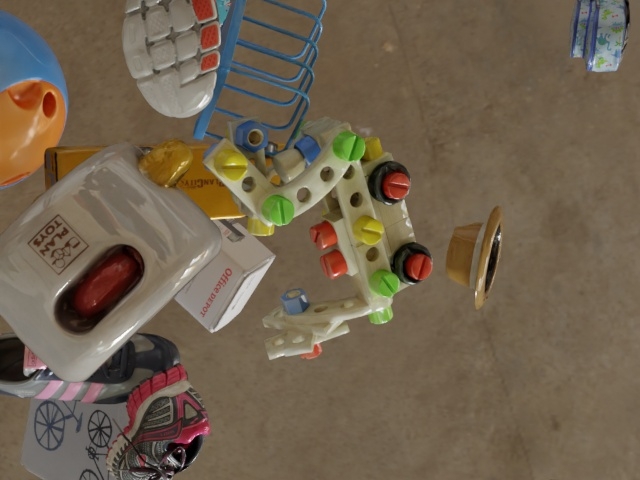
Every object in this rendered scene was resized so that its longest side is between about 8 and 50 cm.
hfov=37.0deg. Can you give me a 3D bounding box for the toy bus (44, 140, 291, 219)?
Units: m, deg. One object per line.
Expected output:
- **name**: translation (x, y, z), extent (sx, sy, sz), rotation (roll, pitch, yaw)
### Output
- **toy bus**: translation (-0.207, -0.082, 1.343), extent (0.332, 0.130, 0.108), rotation (-5, 99, -25)

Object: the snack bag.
- **snack bag**: translation (-0.381, 0.298, 1.637), extent (0.037, 0.342, 0.323), rotation (1, 105, -54)

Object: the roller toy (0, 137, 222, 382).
- **roller toy**: translation (-0.196, 0.013, 0.842), extent (0.146, 0.209, 0.191), rotation (46, 44, -4)

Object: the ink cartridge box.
- **ink cartridge box**: translation (-0.205, 0.023, 1.610), extent (0.218, 0.158, 0.092), rotation (42, 37, 12)

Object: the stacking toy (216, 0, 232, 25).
- **stacking toy**: translation (-0.122, -0.378, 1.485), extent (0.221, 0.167, 0.052), rotation (-30, 114, 12)

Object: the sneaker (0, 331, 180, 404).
- **sneaker**: translation (-0.374, 0.185, 1.420), extent (0.319, 0.131, 0.112), rotation (-5, 73, 5)

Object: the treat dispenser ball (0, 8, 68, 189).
- **treat dispenser ball**: translation (-0.531, -0.214, 1.450), extent (0.288, 0.288, 0.288), rotation (1, 89, -32)

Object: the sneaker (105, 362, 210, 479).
- **sneaker**: translation (-0.238, 0.309, 1.408), extent (0.121, 0.299, 0.112), rotation (-23, 62, -31)

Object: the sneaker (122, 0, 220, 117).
- **sneaker**: translation (-0.089, -0.156, 0.586), extent (0.061, 0.065, 0.158), rotation (-6, 104, 7)

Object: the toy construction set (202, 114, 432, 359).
- **toy construction set**: translation (0.000, 0.000, 1.065), extent (0.215, 0.151, 0.328), rotation (-26, 128, -21)

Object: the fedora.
- **fedora**: translation (0.266, 0.024, 1.668), extent (0.194, 0.079, 0.194), rotation (13, 90, -73)

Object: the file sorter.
- **file sorter**: translation (-0.063, -0.196, 1.053), extent (0.104, 0.118, 0.170), rotation (17, 53, -11)

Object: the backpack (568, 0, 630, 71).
- **backpack**: translation (0.410, -0.305, 1.410), extent (0.114, 0.084, 0.105), rotation (-74, 165, -51)
